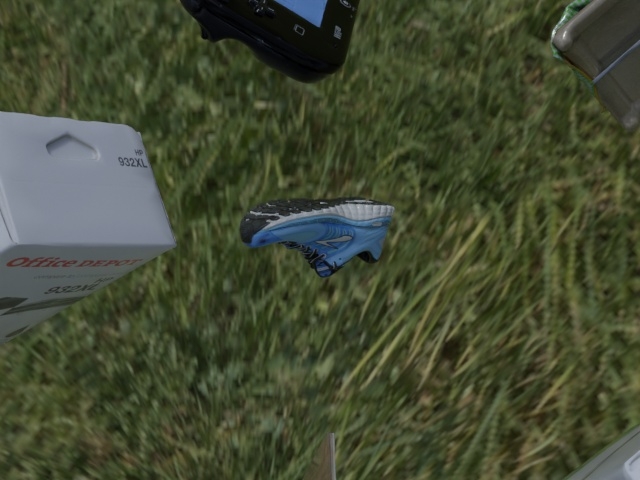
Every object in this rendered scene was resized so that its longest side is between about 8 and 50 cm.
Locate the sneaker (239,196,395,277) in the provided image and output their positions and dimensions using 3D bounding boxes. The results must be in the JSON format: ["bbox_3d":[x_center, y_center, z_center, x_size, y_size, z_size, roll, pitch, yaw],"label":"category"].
[{"bbox_3d":[0.000,0.000,1.540,0.162,0.063,0.073,-2,100,-34],"label":"sneaker"}]

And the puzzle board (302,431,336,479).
[{"bbox_3d":[-0.011,0.221,1.267,0.011,0.128,0.096,16,35,-13],"label":"puzzle board"}]

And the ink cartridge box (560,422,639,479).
[{"bbox_3d":[0.223,0.188,0.883,0.121,0.289,0.211,-33,79,-14],"label":"ink cartridge box"}]

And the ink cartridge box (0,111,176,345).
[{"bbox_3d":[-0.323,0.012,1.554,0.307,0.223,0.129,-29,74,30],"label":"ink cartridge box"}]

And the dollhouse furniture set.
[{"bbox_3d":[0.354,-0.283,1.714,0.301,0.197,0.151,-40,49,10],"label":"dollhouse furniture set"}]

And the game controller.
[{"bbox_3d":[-0.040,-0.253,1.630,0.166,0.319,0.067,22,120,-6],"label":"game controller"}]
